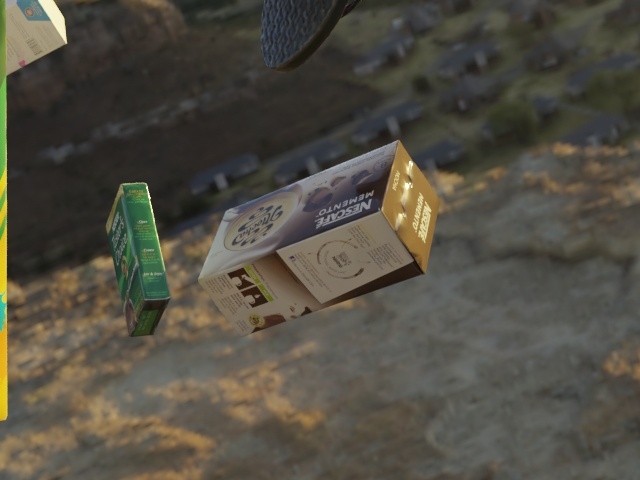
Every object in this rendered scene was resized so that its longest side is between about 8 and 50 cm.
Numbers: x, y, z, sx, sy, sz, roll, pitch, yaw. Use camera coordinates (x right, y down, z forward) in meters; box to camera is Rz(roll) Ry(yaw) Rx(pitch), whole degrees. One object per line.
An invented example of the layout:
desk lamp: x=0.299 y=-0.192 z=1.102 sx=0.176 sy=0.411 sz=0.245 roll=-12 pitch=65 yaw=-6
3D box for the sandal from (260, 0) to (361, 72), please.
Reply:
sandal: x=0.045 y=-0.435 z=2.030 sx=0.167 sy=0.107 sz=0.446 roll=16 pitch=84 yaw=54

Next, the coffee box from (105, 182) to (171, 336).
coffee box: x=-0.251 y=0.027 z=1.964 sx=0.040 sy=0.184 sz=0.113 roll=-3 pitch=-29 yaw=-23

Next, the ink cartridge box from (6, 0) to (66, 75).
ink cartridge box: x=-0.449 y=-0.302 z=2.054 sx=0.143 sy=0.092 sz=0.090 roll=-26 pitch=35 yaw=5

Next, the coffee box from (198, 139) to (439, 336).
coffee box: x=0.000 y=0.000 z=1.964 sx=0.297 sy=0.119 sz=0.168 roll=-20 pitch=30 yaw=27

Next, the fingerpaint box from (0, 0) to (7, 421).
fingerpaint box: x=-0.435 y=-0.075 z=1.056 sx=0.444 sy=0.371 sz=0.163 roll=17 pitch=21 yaw=35
